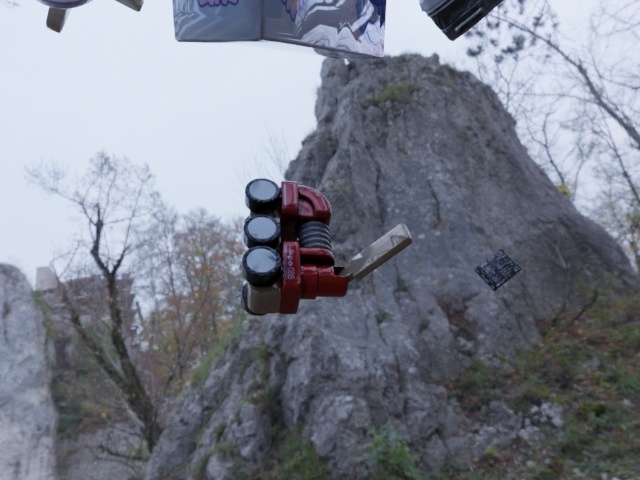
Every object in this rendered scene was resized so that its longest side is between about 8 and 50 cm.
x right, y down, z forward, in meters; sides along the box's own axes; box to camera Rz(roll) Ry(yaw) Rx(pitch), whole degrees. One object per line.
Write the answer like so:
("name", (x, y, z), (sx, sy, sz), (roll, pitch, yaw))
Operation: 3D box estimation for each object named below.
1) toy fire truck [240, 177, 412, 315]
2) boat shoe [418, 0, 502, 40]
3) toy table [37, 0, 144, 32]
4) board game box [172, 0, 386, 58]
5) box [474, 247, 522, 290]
("toy fire truck", (0.000, 0.000, 0.826), (0.247, 0.216, 0.158), (2, -39, -8))
("boat shoe", (0.319, -0.450, 0.824), (0.119, 0.121, 0.335), (45, -41, -20))
("toy table", (-0.444, -0.527, 0.942), (0.252, 0.274, 0.161), (34, -13, -19))
("board game box", (-0.006, -0.312, 0.400), (0.066, 0.317, 0.319), (8, 20, 18))
("box", (0.399, 0.065, 1.159), (0.083, 0.067, 0.018), (-33, -22, -21))
